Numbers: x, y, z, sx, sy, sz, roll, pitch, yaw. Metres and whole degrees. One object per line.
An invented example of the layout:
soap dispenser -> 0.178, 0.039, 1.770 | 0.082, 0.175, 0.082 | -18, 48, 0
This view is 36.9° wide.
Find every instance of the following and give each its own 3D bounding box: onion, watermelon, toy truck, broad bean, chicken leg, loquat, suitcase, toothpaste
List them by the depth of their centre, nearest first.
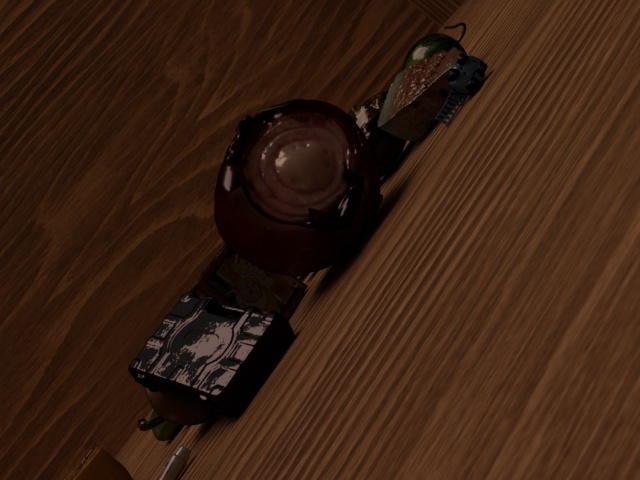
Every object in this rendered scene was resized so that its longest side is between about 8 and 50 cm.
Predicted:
toothpaste -> -0.298, 0.466, 1.713 | 0.218, 0.033, 0.052 | -58, 2, -23
suitcase -> -0.202, 0.200, 1.738 | 0.285, 0.066, 0.206 | 9, 54, 44
onion -> -0.035, -0.090, 1.824 | 0.341, 0.341, 0.341 | -51, 5, 6
toy truck -> 0.264, -0.288, 1.830 | 0.136, 0.063, 0.074 | -55, -14, -17
loquat -> -0.263, 0.280, 1.919 | 0.179, 0.179, 0.227 | -53, 11, -14
watermelon -> 0.233, -0.321, 2.002 | 0.241, 0.094, 0.154 | -30, 42, 52
watermelon -> 0.267, -0.398, 2.120 | 0.187, 0.140, 0.141 | -47, 6, 25
chicken leg -> 0.094, -0.170, 2.143 | 0.361, 0.140, 0.211 | -62, -16, -5
broad bean -> -0.350, 0.387, 2.373 | 0.228, 0.100, 0.169 | -58, 1, -39

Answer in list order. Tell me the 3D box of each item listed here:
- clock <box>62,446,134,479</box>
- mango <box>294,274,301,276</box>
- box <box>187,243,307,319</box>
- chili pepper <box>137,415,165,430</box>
clock -> -0.444, 0.524, 1.679 | 0.317, 0.200, 0.244 | -54, 8, -26
mango -> -0.059, 0.038, 2.256 | 0.115, 0.090, 0.178 | -41, -2, -16
box -> -0.163, 0.120, 1.988 | 0.148, 0.195, 0.177 | -47, 6, 48
chili pepper -> -0.292, 0.323, 2.262 | 0.110, 0.110, 0.387 | -47, 4, 42
